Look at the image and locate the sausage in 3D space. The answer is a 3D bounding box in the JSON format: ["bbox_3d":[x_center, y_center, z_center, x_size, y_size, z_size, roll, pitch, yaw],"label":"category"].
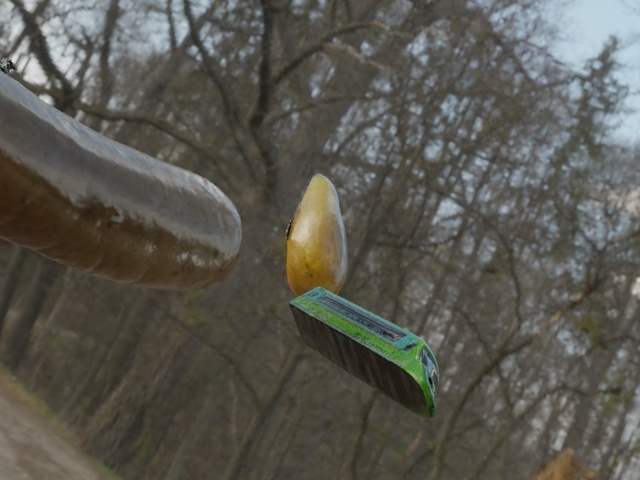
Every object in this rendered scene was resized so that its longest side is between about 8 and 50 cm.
[{"bbox_3d":[-0.254,-0.067,0.842,0.123,0.136,0.501,24,-5,46],"label":"sausage"}]

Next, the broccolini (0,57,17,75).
[{"bbox_3d":[-0.322,-0.104,1.089,0.271,0.062,0.123,52,-25,14],"label":"broccolini"}]

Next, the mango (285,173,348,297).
[{"bbox_3d":[0.000,0.000,1.160,0.066,0.187,0.101,-8,-41,15],"label":"mango"}]

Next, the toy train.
[{"bbox_3d":[0.043,0.084,0.780,0.209,0.042,0.044,23,-43,59],"label":"toy train"}]
